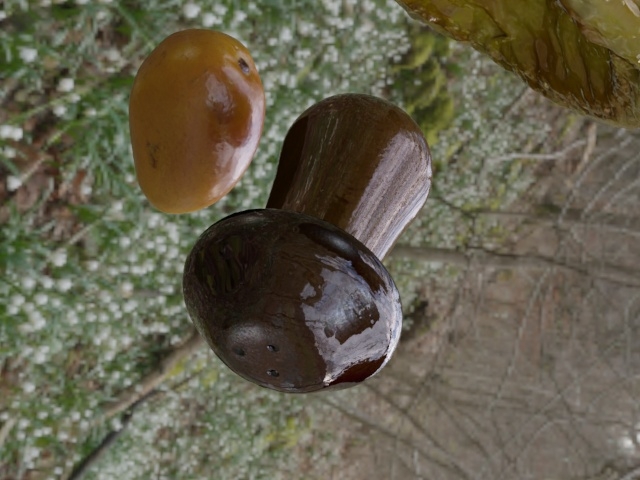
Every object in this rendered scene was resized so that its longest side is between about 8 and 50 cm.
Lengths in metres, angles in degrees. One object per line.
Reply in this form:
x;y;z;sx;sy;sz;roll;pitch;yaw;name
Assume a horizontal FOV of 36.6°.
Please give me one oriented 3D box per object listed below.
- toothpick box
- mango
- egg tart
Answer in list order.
0.000;0.000;0.871;0.294;0.192;0.192;-65;158;-46;toothpick box
-0.137;-0.111;1.008;0.102;0.141;0.217;-92;-156;-49;mango
0.136;-0.204;0.653;0.128;0.319;0.319;-55;171;2;egg tart
